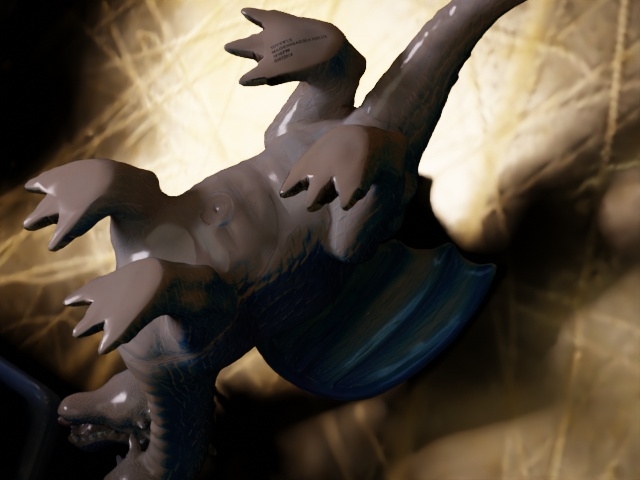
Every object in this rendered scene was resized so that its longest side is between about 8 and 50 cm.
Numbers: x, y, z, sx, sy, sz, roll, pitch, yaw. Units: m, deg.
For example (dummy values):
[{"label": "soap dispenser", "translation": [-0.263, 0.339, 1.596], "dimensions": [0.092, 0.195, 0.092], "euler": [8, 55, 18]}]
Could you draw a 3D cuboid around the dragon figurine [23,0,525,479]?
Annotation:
[{"label": "dragon figurine", "translation": [0.000, 0.000, 0.500], "dimensions": [0.289, 0.144, 0.085], "euler": [-37, 57, 6]}]

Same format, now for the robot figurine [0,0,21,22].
[{"label": "robot figurine", "translation": [-0.257, -0.175, 0.680], "dimensions": [0.209, 0.173, 0.278], "euler": [1, 83, 39]}]

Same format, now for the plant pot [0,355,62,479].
[{"label": "plant pot", "translation": [-0.254, 0.112, 0.591], "dimensions": [0.236, 0.212, 0.236], "euler": [26, 98, 29]}]
